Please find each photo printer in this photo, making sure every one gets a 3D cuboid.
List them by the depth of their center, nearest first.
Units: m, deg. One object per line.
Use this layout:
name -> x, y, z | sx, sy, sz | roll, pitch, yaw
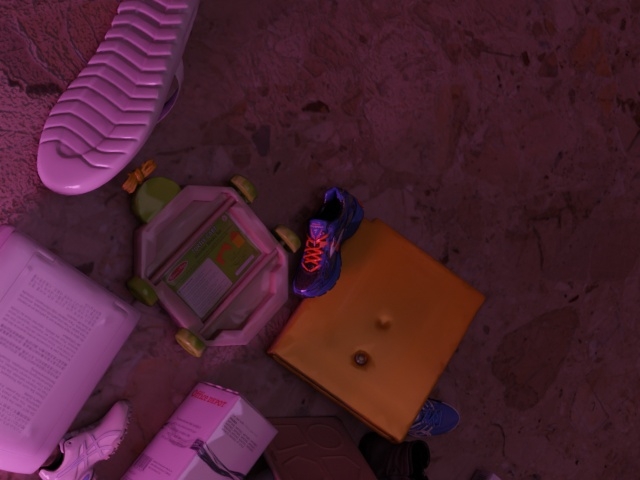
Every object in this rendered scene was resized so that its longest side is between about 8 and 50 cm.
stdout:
photo printer -> -0.446, 0.169, 1.337 | 0.256, 0.107, 0.307 | 38, 72, -24

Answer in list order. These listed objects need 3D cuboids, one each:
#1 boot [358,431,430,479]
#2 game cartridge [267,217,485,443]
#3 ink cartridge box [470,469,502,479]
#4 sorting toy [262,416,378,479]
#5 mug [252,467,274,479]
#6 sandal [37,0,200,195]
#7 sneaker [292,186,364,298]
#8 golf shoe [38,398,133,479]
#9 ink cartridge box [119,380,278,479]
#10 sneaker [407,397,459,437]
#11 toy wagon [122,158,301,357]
boot -> 0.130, 0.470, 1.636 | 0.083, 0.161, 0.246 | 1, 89, -30
game cartridge -> 0.106, 0.152, 1.645 | 0.285, 0.053, 0.323 | 36, 69, -4
ink cartridge box -> 0.351, 0.598, 1.827 | 0.232, 0.066, 0.189 | 42, 70, -18
sorting toy -> -0.013, 0.371, 1.554 | 0.208, 0.193, 0.038 | 10, 115, -31
mug -> -0.050, 0.550, 1.496 | 0.328, 0.276, 0.374 | 31, 44, -30
sandal -> -0.288, -0.239, 1.431 | 0.416, 0.169, 0.102 | -64, 157, -15
sneaker -> 0.000, 0.000, 1.599 | 0.087, 0.083, 0.221 | 51, 53, -49
golf shoe -> -0.361, 0.311, 1.412 | 0.086, 0.069, 0.176 | 39, 70, -18
ink cartridge box -> -0.201, 0.351, 1.440 | 0.100, 0.172, 0.237 | 47, 68, -22
sneaker -> 0.179, 0.333, 1.712 | 0.211, 0.081, 0.080 | 9, 85, -29
toy wagon -> -0.198, 0.011, 1.507 | 0.267, 0.068, 0.344 | -48, 111, -22
